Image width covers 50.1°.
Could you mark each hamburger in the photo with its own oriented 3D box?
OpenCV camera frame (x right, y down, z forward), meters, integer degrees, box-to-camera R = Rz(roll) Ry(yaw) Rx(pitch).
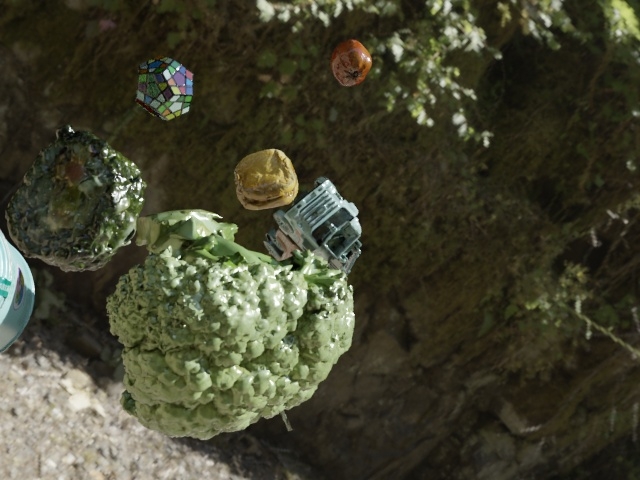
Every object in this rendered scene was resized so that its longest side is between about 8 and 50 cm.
[{"bbox_3d":[-0.169,-0.189,2.118,0.213,0.214,0.108,-120,-161,-44],"label":"hamburger"}]

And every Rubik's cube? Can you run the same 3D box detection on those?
[{"bbox_3d":[-0.323,-0.315,1.416,0.133,0.133,0.111,-117,-172,-49],"label":"Rubik's cube"}]

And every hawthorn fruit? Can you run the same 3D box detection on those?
[{"bbox_3d":[0.082,-0.499,1.923,0.128,0.128,0.128,42,15,-14],"label":"hawthorn fruit"}]

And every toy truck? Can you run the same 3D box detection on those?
[{"bbox_3d":[0.000,0.000,1.413,0.184,0.133,0.338,48,-17,5],"label":"toy truck"}]

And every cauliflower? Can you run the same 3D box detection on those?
[{"bbox_3d":[-0.099,0.063,0.705,0.272,0.275,0.250,-19,70,-33],"label":"cauliflower"}]

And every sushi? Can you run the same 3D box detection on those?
[{"bbox_3d":[-0.615,-0.091,1.757,0.294,0.351,0.178,24,-9,20],"label":"sushi"}]

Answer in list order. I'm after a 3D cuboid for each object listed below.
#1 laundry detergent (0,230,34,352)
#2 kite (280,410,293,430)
[{"bbox_3d":[-0.685,0.075,1.215,0.287,0.287,0.305,46,-19,1],"label":"laundry detergent"},{"bbox_3d":[-0.121,0.355,1.691,0.012,0.229,0.250,-20,92,-45],"label":"kite"}]
